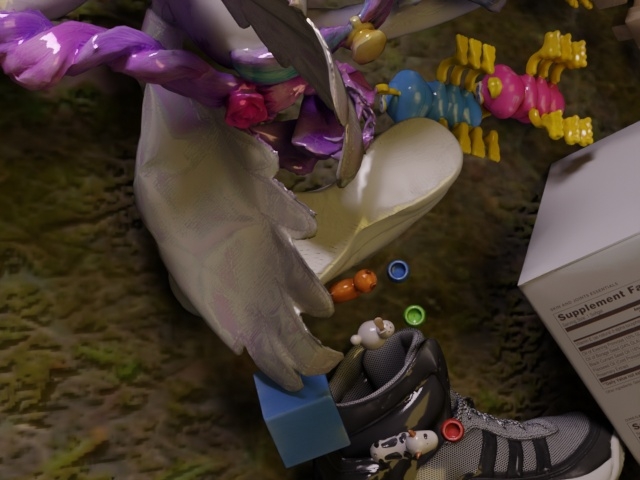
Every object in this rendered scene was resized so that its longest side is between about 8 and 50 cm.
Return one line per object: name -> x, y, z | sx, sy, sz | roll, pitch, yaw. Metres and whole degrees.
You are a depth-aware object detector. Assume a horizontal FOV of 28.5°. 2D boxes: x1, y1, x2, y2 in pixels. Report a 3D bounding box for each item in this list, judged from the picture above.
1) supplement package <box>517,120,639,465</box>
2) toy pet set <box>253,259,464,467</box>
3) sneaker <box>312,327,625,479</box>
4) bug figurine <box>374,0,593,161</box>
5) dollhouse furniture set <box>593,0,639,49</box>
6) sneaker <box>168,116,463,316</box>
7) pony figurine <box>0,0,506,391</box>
supplement package -> 0.309, 0.048, 0.934 | 0.262, 0.198, 0.199 | 54, 31, -16
toy pet set -> 0.019, 0.082, 0.770 | 0.114, 0.065, 0.122 | -20, 81, 1
sneaker -> 0.101, 0.128, 0.872 | 0.269, 0.101, 0.153 | -16, 94, -33
bug figurine -> 0.121, -0.178, 0.953 | 0.216, 0.072, 0.279 | 15, 70, -39
dollhouse furniture set -> 0.303, -0.227, 1.016 | 0.151, 0.123, 0.144 | 51, 45, -35
sneaker -> 0.000, 0.000, 0.844 | 0.212, 0.094, 0.080 | -27, 73, -13
pony figurine -> -0.053, -0.134, 0.726 | 0.363, 0.302, 0.351 | -36, 67, -30
